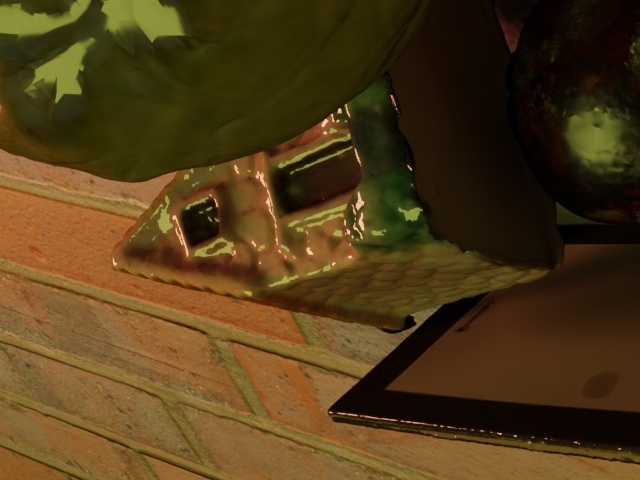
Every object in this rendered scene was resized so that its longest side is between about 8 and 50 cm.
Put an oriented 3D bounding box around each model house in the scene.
[{"bbox_3d":[-0.007,-0.061,0.890,0.237,0.202,0.237,-21,75,30],"label":"model house"}]

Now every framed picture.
[{"bbox_3d":[0.201,0.056,0.921,0.347,0.265,0.016,-1,120,47],"label":"framed picture"}]

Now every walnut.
[{"bbox_3d":[-0.087,-0.179,0.666,0.276,0.282,0.253,-26,158,21],"label":"walnut"}]

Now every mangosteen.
[{"bbox_3d":[0.201,-0.086,0.825,0.184,0.172,0.172,16,144,33],"label":"mangosteen"}]

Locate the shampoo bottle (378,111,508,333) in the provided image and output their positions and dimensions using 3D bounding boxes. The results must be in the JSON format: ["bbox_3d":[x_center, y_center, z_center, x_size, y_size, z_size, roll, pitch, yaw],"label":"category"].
[{"bbox_3d":[0.104,-0.029,0.989,0.068,0.067,0.236,18,119,-30],"label":"shampoo bottle"}]
